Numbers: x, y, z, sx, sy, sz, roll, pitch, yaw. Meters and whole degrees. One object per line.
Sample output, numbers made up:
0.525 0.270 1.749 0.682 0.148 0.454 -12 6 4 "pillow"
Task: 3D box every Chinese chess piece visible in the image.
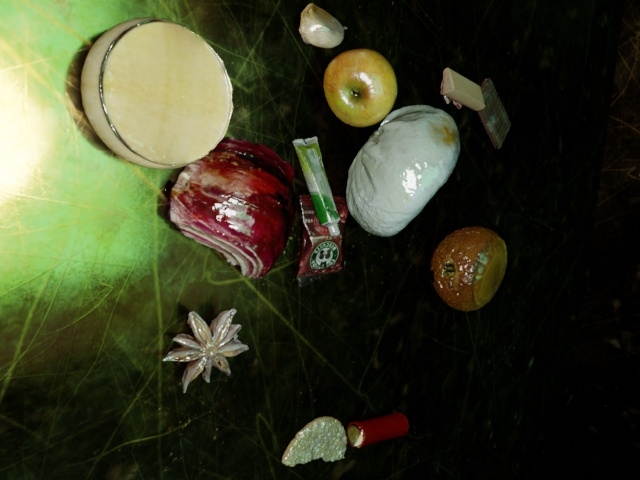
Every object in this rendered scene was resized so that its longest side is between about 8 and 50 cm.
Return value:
-0.284 -0.256 0.831 0.257 0.104 0.257 -12 109 -39 "Chinese chess piece"

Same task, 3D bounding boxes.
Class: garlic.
0.016 -0.483 1.072 0.152 0.066 0.084 9 93 -41 "garlic"

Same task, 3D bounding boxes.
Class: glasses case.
0.429 -0.473 1.464 0.193 0.070 0.102 6 69 -41 "glasses case"

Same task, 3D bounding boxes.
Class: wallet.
0.602 -0.441 1.635 0.230 0.042 0.124 45 67 -40 "wallet"

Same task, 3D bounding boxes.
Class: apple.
0.097 -0.363 1.114 0.155 0.182 0.182 -61 140 -54 "apple"

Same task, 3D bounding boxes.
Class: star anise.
-0.252 0.230 1.017 0.182 0.065 0.195 -27 122 -29 "star anise"

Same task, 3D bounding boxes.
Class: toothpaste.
-0.001 -0.129 1.130 0.078 0.047 0.248 -20 93 -36 "toothpaste"

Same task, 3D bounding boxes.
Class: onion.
-0.141 -0.083 0.983 0.314 0.146 0.280 36 72 -37 "onion"

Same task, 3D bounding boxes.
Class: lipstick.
0.187 0.607 1.501 0.241 0.080 0.080 8 95 -43 "lipstick"

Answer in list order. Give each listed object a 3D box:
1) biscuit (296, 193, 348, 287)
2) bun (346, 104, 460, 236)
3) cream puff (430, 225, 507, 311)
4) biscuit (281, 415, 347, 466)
0.005 -0.002 1.191 0.151 0.063 0.235 -6 108 -33 "biscuit"
0.193 -0.177 1.158 0.211 0.362 0.362 37 72 -5 "bun"
0.482 0.089 1.551 0.303 0.212 0.303 -24 123 -42 "cream puff"
0.000 0.578 1.355 0.250 0.032 0.133 19 86 -42 "biscuit"
